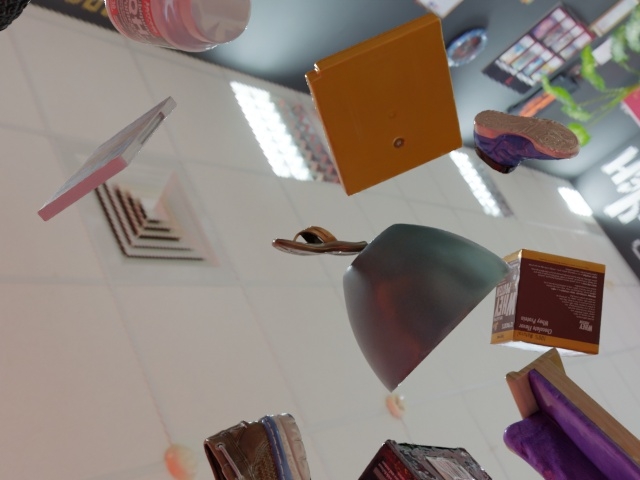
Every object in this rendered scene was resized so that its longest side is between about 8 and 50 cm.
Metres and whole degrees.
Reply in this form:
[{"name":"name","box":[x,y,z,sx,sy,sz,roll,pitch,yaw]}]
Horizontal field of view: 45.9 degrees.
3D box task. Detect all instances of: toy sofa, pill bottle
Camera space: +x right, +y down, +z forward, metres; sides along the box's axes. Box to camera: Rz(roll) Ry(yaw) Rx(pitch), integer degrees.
[{"name":"toy sofa","box":[0.468,0.371,1.332,0.150,0.177,0.362,61,172,-35]},{"name":"pill bottle","box":[-0.272,-0.458,1.457,0.176,0.176,0.318,22,-179,-43]}]

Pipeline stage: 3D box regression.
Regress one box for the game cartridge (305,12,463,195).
[{"name":"game cartridge","box":[0.139,-0.273,1.567,0.052,0.285,0.323,-117,5,-49]}]

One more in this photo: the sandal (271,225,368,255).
[{"name":"sandal","box":[0.000,0.000,1.275,0.180,0.072,0.049,0,-97,-25]}]

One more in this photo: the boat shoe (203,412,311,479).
[{"name":"boat shoe","box":[-0.030,0.188,0.436,0.066,0.066,0.183,-6,-138,-15]}]

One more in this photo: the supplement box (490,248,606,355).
[{"name":"supplement box","box":[0.484,0.138,1.619,0.191,0.129,0.194,11,-103,-7]}]

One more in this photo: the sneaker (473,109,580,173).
[{"name":"sneaker","box":[0.291,-0.130,1.080,0.058,0.152,0.084,-59,-26,-31]}]

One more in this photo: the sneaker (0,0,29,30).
[{"name":"sneaker","box":[-0.433,-0.399,0.929,0.130,0.286,0.109,34,-137,31]}]

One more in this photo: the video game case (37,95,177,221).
[{"name":"video game case","box":[-0.380,-0.155,1.375,0.025,0.204,0.285,52,-156,-21]}]

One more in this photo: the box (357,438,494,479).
[{"name":"box","box":[0.100,0.309,0.815,0.156,0.158,0.093,20,-162,-44]}]

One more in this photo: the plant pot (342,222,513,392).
[{"name":"plant pot","box":[0.151,0.086,1.278,0.195,0.290,0.290,44,-154,12]}]
